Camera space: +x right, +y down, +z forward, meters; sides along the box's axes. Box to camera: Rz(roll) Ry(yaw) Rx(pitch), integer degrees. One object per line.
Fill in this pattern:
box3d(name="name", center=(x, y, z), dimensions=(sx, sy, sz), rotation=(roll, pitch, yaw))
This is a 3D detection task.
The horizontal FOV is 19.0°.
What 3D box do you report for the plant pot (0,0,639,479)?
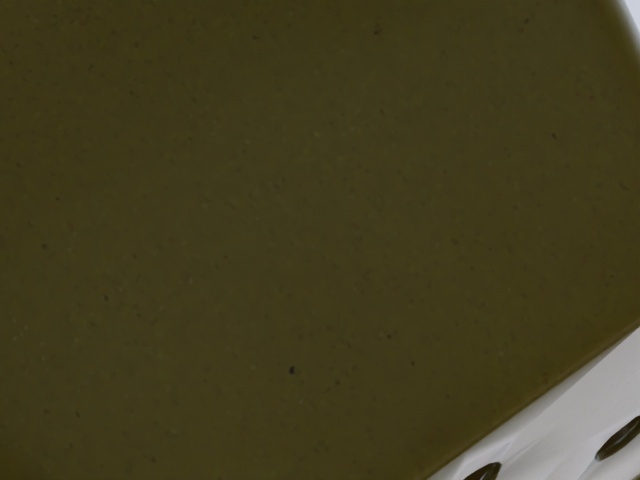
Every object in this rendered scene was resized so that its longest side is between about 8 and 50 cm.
box3d(name="plant pot", center=(-0.018, 0.004, 0.470), dimensions=(0.212, 0.187, 0.212), rotation=(-35, -23, -11))
